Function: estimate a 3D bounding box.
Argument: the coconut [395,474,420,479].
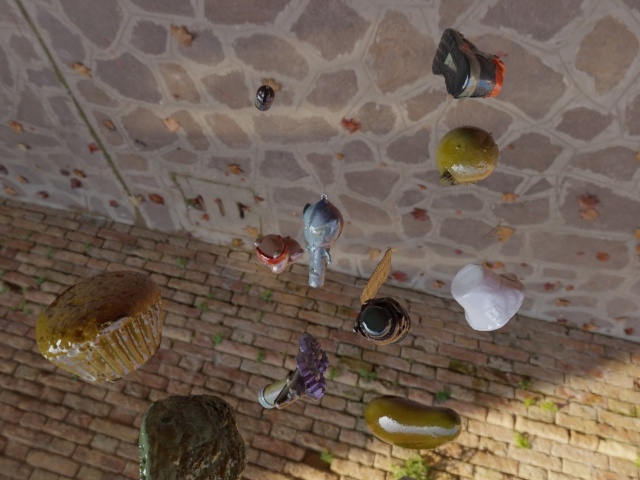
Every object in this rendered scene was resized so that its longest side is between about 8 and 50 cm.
[{"bbox_3d":[0.257,0.724,1.156,0.221,0.202,0.202,12,147,23],"label":"coconut"}]

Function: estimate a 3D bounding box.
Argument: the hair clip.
[{"bbox_3d":[-0.031,0.279,0.991,0.084,0.292,0.106,-33,94,13],"label":"hair clip"}]

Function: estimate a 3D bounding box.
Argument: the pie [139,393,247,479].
[{"bbox_3d":[-0.446,0.706,1.542,0.180,0.396,0.418,-34,157,22],"label":"pie"}]

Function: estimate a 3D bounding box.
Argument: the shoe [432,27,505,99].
[{"bbox_3d":[0.427,-0.491,1.270,0.170,0.337,0.132,8,129,-8],"label":"shoe"}]

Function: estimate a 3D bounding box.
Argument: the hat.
[{"bbox_3d":[0.447,0.143,1.273,0.126,0.203,0.203,32,144,-17],"label":"hat"}]

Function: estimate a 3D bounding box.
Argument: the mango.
[{"bbox_3d":[0.197,0.389,0.974,0.227,0.099,0.136,-12,127,40],"label":"mango"}]

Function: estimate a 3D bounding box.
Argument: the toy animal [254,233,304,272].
[{"bbox_3d":[-0.185,0.050,1.958,0.171,0.172,0.197,-9,175,35],"label":"toy animal"}]

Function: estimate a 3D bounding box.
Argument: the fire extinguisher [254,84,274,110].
[{"bbox_3d":[-0.217,-0.540,1.753,0.071,0.099,0.231,13,-175,-12],"label":"fire extinguisher"}]

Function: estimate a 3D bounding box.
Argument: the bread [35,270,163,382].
[{"bbox_3d":[-0.409,0.151,0.861,0.239,0.240,0.139,0,125,26],"label":"bread"}]

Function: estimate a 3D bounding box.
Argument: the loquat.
[{"bbox_3d":[0.406,-0.232,1.283,0.172,0.205,0.149,35,168,22],"label":"loquat"}]

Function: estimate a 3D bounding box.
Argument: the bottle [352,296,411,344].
[{"bbox_3d":[0.178,0.237,1.337,0.156,0.143,0.271,-31,161,11],"label":"bottle"}]

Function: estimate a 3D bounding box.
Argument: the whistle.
[{"bbox_3d":[0.001,0.000,1.534,0.142,0.134,0.347,13,120,17],"label":"whistle"}]

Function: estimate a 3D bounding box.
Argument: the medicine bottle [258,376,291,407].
[{"bbox_3d":[-0.100,0.452,1.386,0.074,0.074,0.218,34,133,-24],"label":"medicine bottle"}]

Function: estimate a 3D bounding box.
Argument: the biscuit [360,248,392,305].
[{"bbox_3d":[0.223,0.161,1.811,0.013,0.232,0.237,28,160,21],"label":"biscuit"}]
